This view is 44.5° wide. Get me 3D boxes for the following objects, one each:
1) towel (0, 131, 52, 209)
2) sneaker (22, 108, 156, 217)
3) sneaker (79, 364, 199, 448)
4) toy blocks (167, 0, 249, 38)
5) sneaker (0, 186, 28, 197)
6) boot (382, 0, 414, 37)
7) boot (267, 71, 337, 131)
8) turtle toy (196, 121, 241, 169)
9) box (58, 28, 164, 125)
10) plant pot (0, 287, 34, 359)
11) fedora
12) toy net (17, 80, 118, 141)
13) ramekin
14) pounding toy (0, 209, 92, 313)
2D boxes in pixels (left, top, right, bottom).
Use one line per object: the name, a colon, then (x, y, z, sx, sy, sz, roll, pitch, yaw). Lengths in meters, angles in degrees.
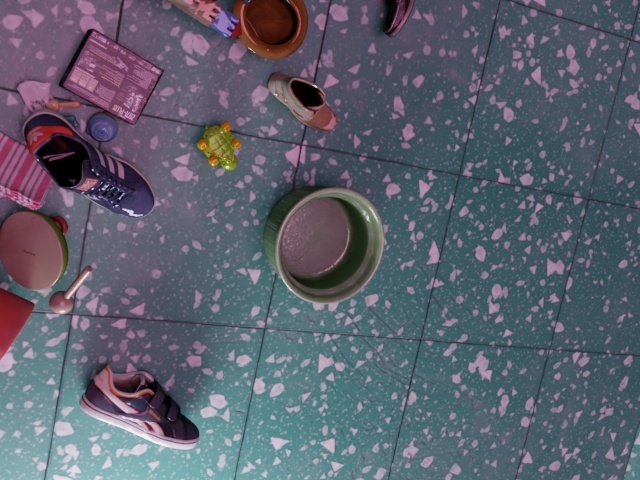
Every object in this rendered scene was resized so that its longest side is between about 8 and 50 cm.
towel: (-0.674, -0.165, 1.691, 0.197, 0.144, 0.029, 33, 131, -28)
sneaker: (-0.506, -0.137, 1.732, 0.131, 0.148, 0.350, -44, 126, 11)
sneaker: (-0.424, 0.414, 1.949, 0.321, 0.126, 0.127, 28, 96, -26)
toy blocks: (-0.221, -0.630, 1.719, 0.261, 0.191, 0.381, 29, 90, -19)
sneaker: (-0.728, -0.113, 1.715, 0.212, 0.080, 0.094, -3, 139, -38)
boot: (0.154, -0.650, 1.969, 0.179, 0.085, 0.236, 18, 88, -25)
boot: (-0.021, -0.333, 1.921, 0.213, 0.165, 0.077, 36, 88, -26)
turtle toy: (-0.244, -0.225, 1.903, 0.095, 0.066, 0.130, -38, 116, -12)
box: (-0.468, -0.365, 1.758, 0.180, 0.077, 0.147, 27, 91, -27)
plant pot: (-0.792, 0.183, 1.661, 0.243, 0.275, 0.275, 37, 86, -19)
fedora: (-0.127, -0.529, 1.872, 0.194, 0.079, 0.194, -7, 107, -25)
toy net: (-0.576, -0.274, 1.756, 0.232, 0.045, 0.122, 34, 108, -25)
ramekin: (0.000, 0.000, 2.025, 0.304, 0.148, 0.303, -6, 105, -23)
pounding toy: (-0.603, 0.030, 1.773, 0.237, 0.110, 0.183, 45, 116, 8)
